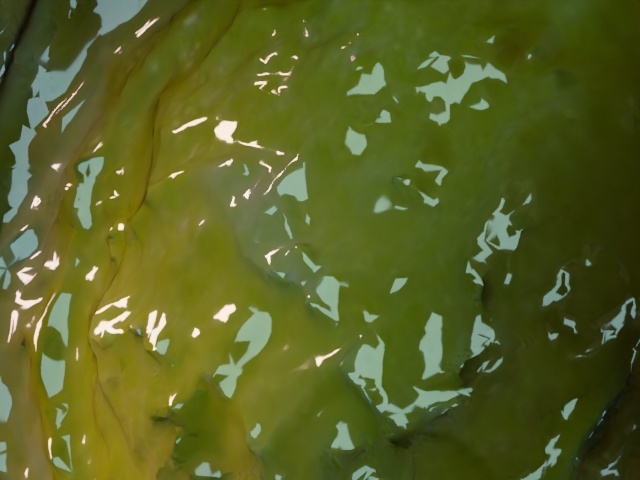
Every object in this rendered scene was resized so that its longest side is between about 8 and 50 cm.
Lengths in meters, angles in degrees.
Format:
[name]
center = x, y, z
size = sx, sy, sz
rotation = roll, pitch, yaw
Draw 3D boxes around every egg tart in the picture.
[egg tart]
center = 0.000, 0.000, 0.609
size = 0.345, 0.132, 0.345
rotation = -8, 106, -29
